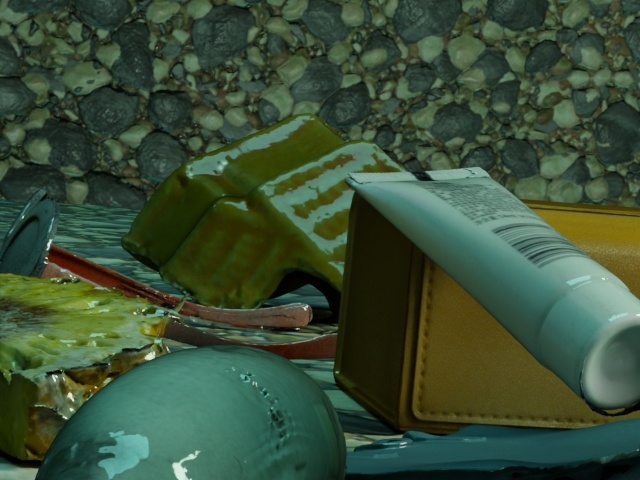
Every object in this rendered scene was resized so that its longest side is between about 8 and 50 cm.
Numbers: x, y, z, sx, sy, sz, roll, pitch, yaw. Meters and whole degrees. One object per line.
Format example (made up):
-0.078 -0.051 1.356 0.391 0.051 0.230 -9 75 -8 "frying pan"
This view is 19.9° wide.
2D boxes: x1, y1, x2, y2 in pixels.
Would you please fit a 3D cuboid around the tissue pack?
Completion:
0.164 0.047 1.180 0.275 0.145 0.194 3 6 -12 "tissue pack"

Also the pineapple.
-0.136 0.068 0.989 0.135 0.079 0.233 -7 15 -30 "pineapple"

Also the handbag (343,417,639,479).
0.076 0.110 0.813 0.144 0.057 0.221 2 2 32 "handbag"

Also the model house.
-0.007 0.009 1.607 0.268 0.173 0.239 -28 30 -17 "model house"

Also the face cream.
0.103 0.011 0.992 0.092 0.058 0.243 -4 27 -24 "face cream"

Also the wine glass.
0.008 0.084 0.563 0.264 0.096 0.309 -3 0 17 "wine glass"

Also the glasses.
-0.130 0.060 1.390 0.268 0.118 0.234 25 -2 -11 "glasses"
